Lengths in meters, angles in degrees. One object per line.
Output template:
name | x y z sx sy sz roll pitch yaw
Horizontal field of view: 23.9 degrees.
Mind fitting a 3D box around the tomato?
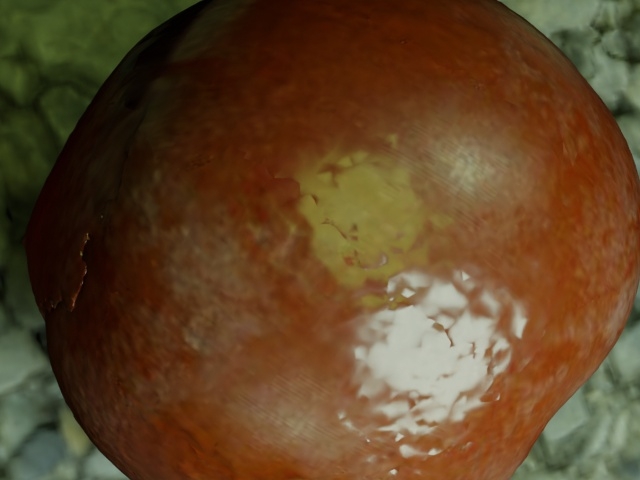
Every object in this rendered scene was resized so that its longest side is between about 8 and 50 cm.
tomato | 0.000 0.000 0.525 0.184 0.208 0.208 36 70 -16
